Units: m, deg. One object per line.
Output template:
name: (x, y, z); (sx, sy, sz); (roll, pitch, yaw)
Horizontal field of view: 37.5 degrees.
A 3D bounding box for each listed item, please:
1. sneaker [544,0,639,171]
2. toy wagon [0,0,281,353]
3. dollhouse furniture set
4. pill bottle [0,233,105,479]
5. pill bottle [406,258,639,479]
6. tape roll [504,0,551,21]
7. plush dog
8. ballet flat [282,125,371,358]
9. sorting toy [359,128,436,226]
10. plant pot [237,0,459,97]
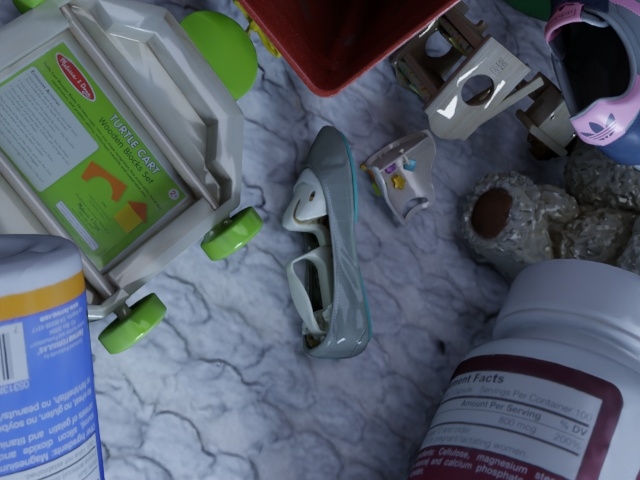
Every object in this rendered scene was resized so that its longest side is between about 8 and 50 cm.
sneaker: (0.264, -0.219, 0.900); (0.131, 0.112, 0.319); (14, 53, -35)
toy wagon: (-0.159, -0.089, 0.761); (0.344, 0.068, 0.267); (-44, 104, -32)
dollhouse furniture set: (0.157, -0.163, 0.966); (0.161, 0.101, 0.182); (30, 22, -31)
pill bottle: (-0.217, 0.140, 0.607); (0.152, 0.152, 0.272); (-10, 103, -33)
pill bottle: (0.188, 0.226, 0.817); (0.224, 0.224, 0.392); (38, 64, -20)
tape roll: (0.270, -0.420, 1.096); (0.321, 0.077, 0.321); (7, 77, -31)
plush dog: (0.309, -0.032, 0.978); (0.225, 0.262, 0.210); (-64, 147, -15)
ballet flat: (0.000, 0.000, 0.842); (0.068, 0.072, 0.213); (-4, 82, -27)
sorting toy: (0.082, -0.056, 0.924); (0.083, 0.044, 0.075); (-36, 107, -33)
plant pot: (0.039, -0.333, 0.813); (0.267, 0.267, 0.236); (49, 27, -15)
